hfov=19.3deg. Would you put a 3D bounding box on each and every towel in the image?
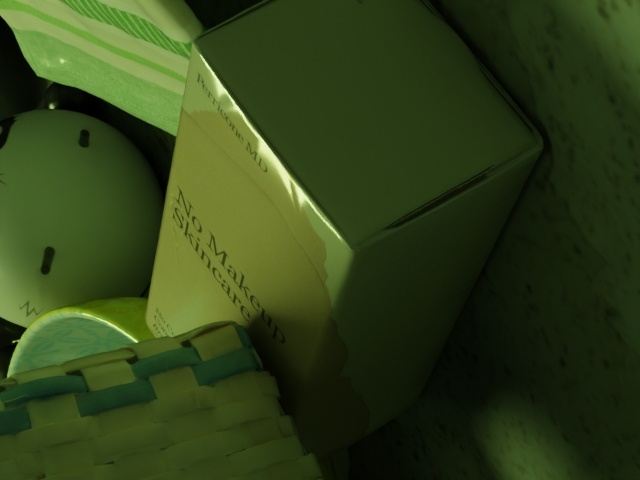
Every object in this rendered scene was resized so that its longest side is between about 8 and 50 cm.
[{"bbox_3d":[-0.163,-0.155,1.093,0.248,0.038,0.325,26,165,34],"label":"towel"}]

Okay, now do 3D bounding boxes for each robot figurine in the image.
[{"bbox_3d":[-0.217,0.007,1.432,0.209,0.173,0.278,60,157,6],"label":"robot figurine"}]

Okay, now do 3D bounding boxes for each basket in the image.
[{"bbox_3d":[-0.091,0.203,1.000,0.201,0.255,0.289,131,126,-64],"label":"basket"}]

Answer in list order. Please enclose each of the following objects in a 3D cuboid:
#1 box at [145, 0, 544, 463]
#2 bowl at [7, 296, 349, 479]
[{"bbox_3d":[0.000,0.000,1.034,0.148,0.121,0.311,52,156,20],"label":"box"},{"bbox_3d":[-0.075,0.160,1.297,0.289,0.156,0.289,25,125,42],"label":"bowl"}]
